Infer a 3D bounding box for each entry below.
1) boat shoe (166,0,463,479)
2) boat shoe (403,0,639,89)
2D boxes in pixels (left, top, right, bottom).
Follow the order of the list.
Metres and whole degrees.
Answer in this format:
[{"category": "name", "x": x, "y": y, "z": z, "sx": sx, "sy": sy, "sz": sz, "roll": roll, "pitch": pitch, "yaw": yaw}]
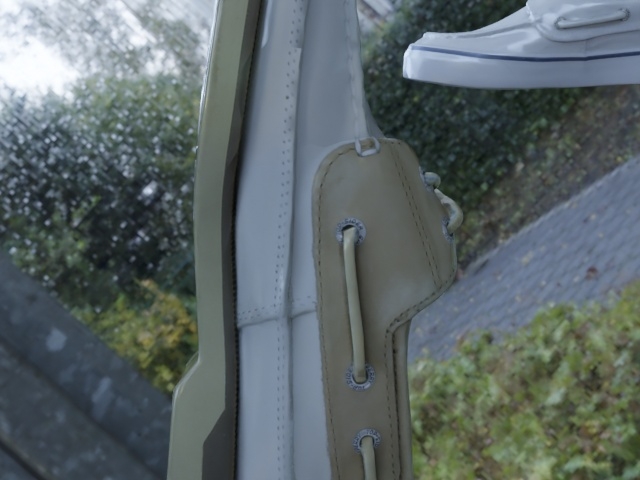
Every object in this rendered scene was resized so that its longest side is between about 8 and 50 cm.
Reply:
[{"category": "boat shoe", "x": 0.000, "y": 0.000, "z": 0.372, "sx": 0.113, "sy": 0.103, "sz": 0.302, "roll": -115, "pitch": 30, "yaw": -80}, {"category": "boat shoe", "x": 0.190, "y": -0.158, "z": 0.698, "sx": 0.095, "sy": 0.258, "sz": 0.084, "roll": -82, "pitch": -11, "yaw": -77}]
